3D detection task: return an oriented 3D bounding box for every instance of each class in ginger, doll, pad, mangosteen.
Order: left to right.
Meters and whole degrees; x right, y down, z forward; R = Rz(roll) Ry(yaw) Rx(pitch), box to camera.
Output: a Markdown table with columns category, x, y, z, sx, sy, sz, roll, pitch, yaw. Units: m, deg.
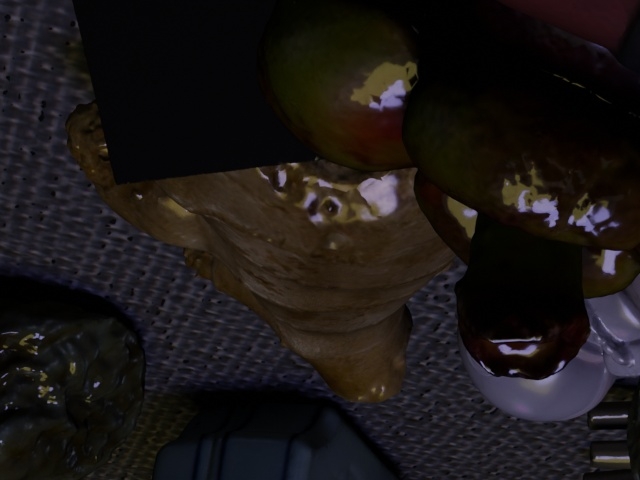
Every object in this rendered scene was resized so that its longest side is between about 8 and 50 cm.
| category | x | y | z | sx | sy | sz | roll | pitch | yaw |
| --- | --- | --- | --- | --- | --- | --- | --- | --- | --- |
| pad | -0.059 | -0.122 | 0.754 | 0.127 | 0.004 | 0.190 | -5 | 107 | 23 |
| ginger | -0.025 | 0.002 | 0.952 | 0.236 | 0.166 | 0.375 | -3 | 146 | -14 |
| doll | 0.181 | 0.026 | 0.954 | 0.151 | 0.151 | 0.287 | 21 | 146 | -25 |
| mangosteen | 0.113 | -0.098 | 0.593 | 0.287 | 0.287 | 0.233 | 17 | 146 | -19 |

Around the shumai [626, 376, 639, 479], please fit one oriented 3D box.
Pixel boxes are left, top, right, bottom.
| category | x | y | z | sx | sy | sz | roll | pitch | yaw |
| --- | --- | --- | --- | --- | --- | --- | --- | --- | --- |
| shumai | 0.304 | 0.075 | 0.954 | 0.272 | 0.222 | 0.203 | -39 | 153 | -6 |

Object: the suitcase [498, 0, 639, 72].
| category | x | y | z | sx | sy | sz | roll | pitch | yaw |
| --- | --- | --- | --- | --- | --- | --- | --- | --- | --- |
| suitcase | 0.144 | -0.195 | 0.384 | 0.161 | 0.297 | 0.236 | 17 | 154 | 2 |

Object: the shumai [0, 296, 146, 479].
| category | x | y | z | sx | sy | sz | roll | pitch | yaw |
| --- | --- | --- | --- | --- | --- | --- | --- | --- | --- |
| shumai | -0.248 | 0.163 | 1.271 | 0.189 | 0.218 | 0.256 | 17 | 152 | 0 |

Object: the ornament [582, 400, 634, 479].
| category | x | y | z | sx | sy | sz | roll | pitch | yaw |
| --- | --- | --- | --- | --- | --- | --- | --- | --- | --- |
| ornament | 0.332 | 0.191 | 1.330 | 0.245 | 0.061 | 0.230 | -1 | 150 | 5 |

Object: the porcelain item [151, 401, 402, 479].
| category | x | y | z | sx | sy | sz | roll | pitch | yaw |
| --- | --- | --- | --- | --- | --- | --- | --- | --- | --- |
| porcelain item | -0.040 | 0.298 | 1.394 | 0.157 | 0.286 | 0.281 | -3 | 153 | 21 |
